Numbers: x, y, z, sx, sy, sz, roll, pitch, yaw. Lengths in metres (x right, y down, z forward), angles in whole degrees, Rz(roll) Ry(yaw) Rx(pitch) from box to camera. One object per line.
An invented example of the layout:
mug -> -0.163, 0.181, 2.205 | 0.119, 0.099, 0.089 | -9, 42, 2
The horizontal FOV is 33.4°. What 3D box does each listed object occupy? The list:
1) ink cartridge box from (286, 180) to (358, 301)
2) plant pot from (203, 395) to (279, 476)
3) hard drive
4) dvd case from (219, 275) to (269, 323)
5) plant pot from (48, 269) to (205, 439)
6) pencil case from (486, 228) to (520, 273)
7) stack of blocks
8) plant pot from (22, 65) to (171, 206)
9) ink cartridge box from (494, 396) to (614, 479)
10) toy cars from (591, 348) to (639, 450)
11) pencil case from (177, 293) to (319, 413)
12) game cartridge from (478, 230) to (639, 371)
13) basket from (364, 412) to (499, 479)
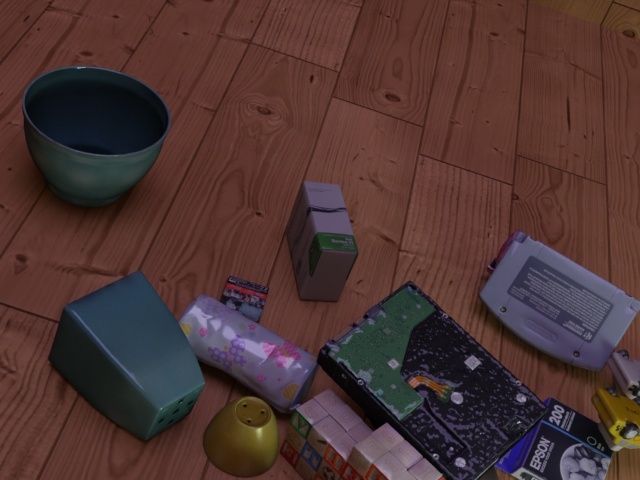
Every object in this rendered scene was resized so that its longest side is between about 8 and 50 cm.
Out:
ink cartridge box -> 0.000, 0.000, 2.192 | 0.087, 0.153, 0.208 | 5, 44, -18
plant pot -> -0.126, 0.323, 1.828 | 0.134, 0.095, 0.134 | 12, 41, -10
hard drive -> 0.190, 0.249, 1.833 | 0.237, 0.064, 0.339 | -35, 67, -32
dvd case -> -0.154, 0.123, 2.101 | 0.087, 0.013, 0.119 | 17, 39, -3
plant pot -> -0.319, 0.209, 1.831 | 0.234, 0.165, 0.165 | 45, 46, 18
pencil case -> 0.510, 0.092, 2.326 | 0.284, 0.124, 0.124 | 31, 42, 13
stack of blocks -> 0.075, 0.388, 1.779 | 0.087, 0.171, 0.297 | -25, 57, -40
plant pot -> -0.469, -0.194, 2.185 | 0.293, 0.196, 0.293 | 12, 41, -11
ink cartridge box -> 0.444, 0.394, 2.018 | 0.208, 0.045, 0.206 | 27, 41, 10
toy cars -> 0.606, 0.323, 2.092 | 0.176, 0.087, 0.394 | 46, 26, 6
pencil case -> -0.137, 0.207, 1.939 | 0.273, 0.113, 0.124 | 27, 50, 8
game cartridge -> 0.493, 0.136, 2.230 | 0.297, 0.198, 0.062 | 32, -3, 14
basket -> 0.214, 0.367, 1.880 | 0.204, 0.154, 0.227 | -5, 50, -30
